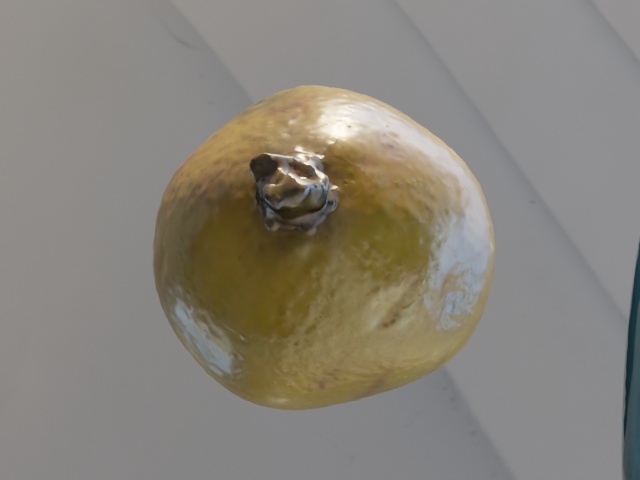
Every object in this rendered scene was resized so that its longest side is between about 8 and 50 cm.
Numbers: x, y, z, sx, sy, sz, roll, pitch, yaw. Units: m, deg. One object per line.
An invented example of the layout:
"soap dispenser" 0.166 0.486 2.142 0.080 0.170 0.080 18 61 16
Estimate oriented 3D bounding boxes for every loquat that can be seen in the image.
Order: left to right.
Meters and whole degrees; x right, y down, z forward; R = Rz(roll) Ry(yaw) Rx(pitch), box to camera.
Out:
"loquat" 0.000 0.000 0.797 0.213 0.246 0.213 -2 -107 8

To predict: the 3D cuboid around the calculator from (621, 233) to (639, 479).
"calculator" 0.230 -0.040 0.478 0.256 0.054 0.386 6 -102 56
